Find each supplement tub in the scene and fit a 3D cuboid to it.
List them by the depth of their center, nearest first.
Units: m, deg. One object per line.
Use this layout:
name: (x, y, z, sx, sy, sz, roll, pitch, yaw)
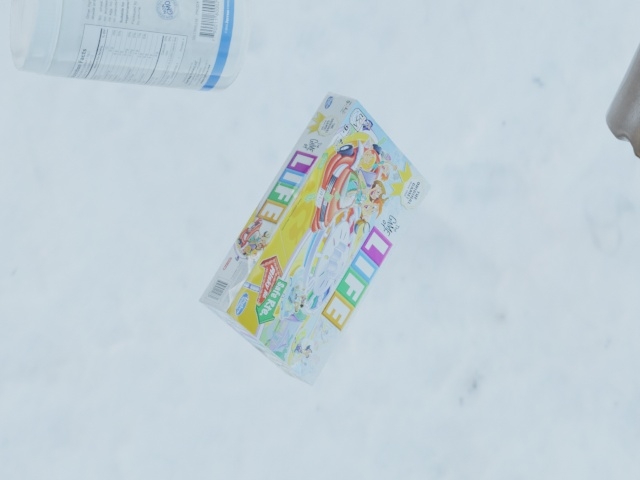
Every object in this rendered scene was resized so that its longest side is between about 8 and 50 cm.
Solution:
supplement tub: (-0.093, -0.111, 0.746, 0.107, 0.071, 0.071, 4, 116, -22)

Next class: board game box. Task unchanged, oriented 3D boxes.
board game box: (0.000, 0.000, 0.946, 0.154, 0.026, 0.103, -59, 138, -12)

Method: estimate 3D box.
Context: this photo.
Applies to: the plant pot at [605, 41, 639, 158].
plant pot: (0.285, -0.122, 1.024, 0.167, 0.167, 0.165, 25, 113, -4)
